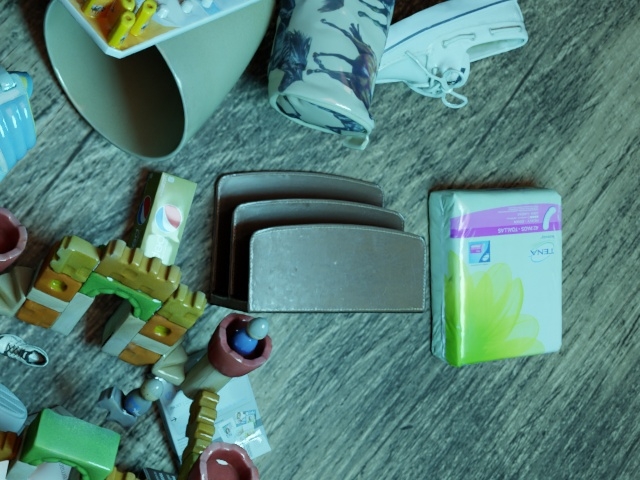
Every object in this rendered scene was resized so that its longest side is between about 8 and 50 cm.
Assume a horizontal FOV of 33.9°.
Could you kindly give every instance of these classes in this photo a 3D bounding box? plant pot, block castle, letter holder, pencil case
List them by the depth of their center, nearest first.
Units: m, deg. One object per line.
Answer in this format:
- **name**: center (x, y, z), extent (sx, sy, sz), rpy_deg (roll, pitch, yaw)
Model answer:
- **block castle**: center (-0.286, 0.161, 1.352), extent (0.453, 0.213, 0.303), rpy_deg (25, 43, -20)
- **plant pot**: center (-0.192, -0.289, 1.458), extent (0.274, 0.256, 0.256), rpy_deg (-43, 112, -35)
- **pencil case**: center (0.038, -0.348, 1.518), extent (0.183, 0.160, 0.410), rpy_deg (18, 78, -32)
- **letter holder**: center (0.000, 0.000, 1.615), extent (0.302, 0.152, 0.214), rpy_deg (2, 91, -28)

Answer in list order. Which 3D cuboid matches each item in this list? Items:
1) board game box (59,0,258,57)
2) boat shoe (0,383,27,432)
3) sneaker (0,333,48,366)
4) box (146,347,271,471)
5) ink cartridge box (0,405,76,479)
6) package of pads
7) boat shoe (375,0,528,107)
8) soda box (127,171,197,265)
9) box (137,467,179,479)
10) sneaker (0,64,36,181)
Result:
- **board game box**: center (-0.252, -0.439, 1.331), extent (0.390, 0.050, 0.390), rpy_deg (49, 41, 2)
- **boat shoe**: center (-0.539, 0.191, 1.385), extent (0.302, 0.109, 0.094), rpy_deg (31, 95, -17)
- **sneaker**: center (-0.419, 0.154, 1.469), extent (0.083, 0.037, 0.032), rpy_deg (22, 85, -26)
- **box**: center (-0.169, 0.264, 1.608), extent (0.145, 0.038, 0.186), rpy_deg (-22, 105, -24)
- **ink cartridge box**: center (-0.436, 0.353, 1.439), extent (0.237, 0.100, 0.172), rpy_deg (-18, 101, -26)
- **package of pads**: center (0.306, 0.057, 1.808), extent (0.229, 0.101, 0.296), rpy_deg (-4, 96, -26)
- **boat shoe**: center (0.196, -0.289, 1.699), extent (0.367, 0.136, 0.156), rpy_deg (-26, 88, -30)
- **soda box**: center (-0.241, -0.007, 1.536), extent (0.058, 0.061, 0.181), rpy_deg (17, 86, -28)
- **box**: center (-0.183, 0.459, 1.523), extent (0.203, 0.167, 0.168), rpy_deg (21, 100, -28)
- **sneaker**: center (-0.500, -0.201, 1.353), extent (0.208, 0.127, 0.319), rpy_deg (-45, 122, -15)
